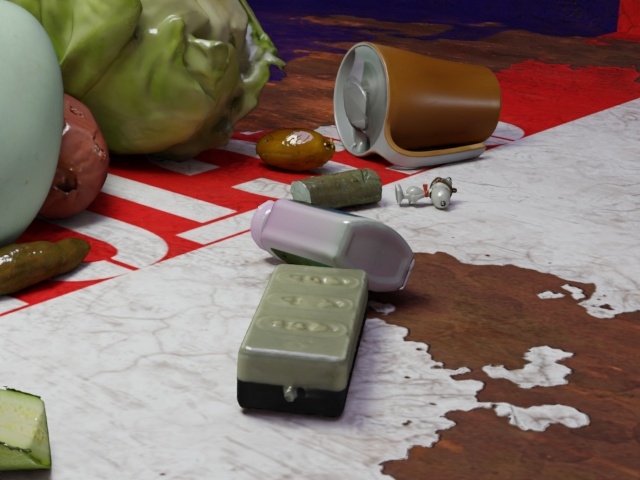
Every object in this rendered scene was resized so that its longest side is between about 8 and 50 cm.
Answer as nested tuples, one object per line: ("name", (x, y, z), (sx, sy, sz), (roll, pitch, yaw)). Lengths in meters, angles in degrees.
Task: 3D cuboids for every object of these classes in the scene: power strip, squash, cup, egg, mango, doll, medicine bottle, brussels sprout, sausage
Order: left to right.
("squash", (-0.323, 0.159, 1.018), (0.200, 0.075, 0.090), (-5, 46, -15))
("egg", (-0.422, -0.129, 1.483), (0.229, 0.230, 0.371), (6, 59, 11))
("sausage", (-0.372, -0.122, 1.713), (0.152, 0.152, 0.279), (-5, 19, -17))
("brussels sprout", (-0.302, -0.303, 1.908), (0.361, 0.425, 0.342), (-32, 31, 21))
("mango", (-0.041, -0.137, 1.909), (0.127, 0.063, 0.077), (2, -17, 11))
("power strip", (-0.013, 0.093, 1.240), (0.105, 0.070, 0.257), (3, 20, 6))
("medicine bottle", (0.000, 0.000, 1.456), (0.115, 0.078, 0.219), (24, -4, -37))
("cup", (0.162, -0.208, 2.019), (0.263, 0.182, 0.226), (-1, 51, -27))
("doll", (0.148, -0.067, 1.765), (0.085, 0.040, 0.058), (6, 30, 12))

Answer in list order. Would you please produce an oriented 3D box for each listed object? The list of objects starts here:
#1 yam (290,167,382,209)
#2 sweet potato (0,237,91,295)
("yam", (0.026, -0.069, 1.737), (0.132, 0.054, 0.054), (-10, 22, -30))
("sweet potato", (-0.328, 0.025, 1.438), (0.053, 0.054, 0.182), (26, 27, 32))
